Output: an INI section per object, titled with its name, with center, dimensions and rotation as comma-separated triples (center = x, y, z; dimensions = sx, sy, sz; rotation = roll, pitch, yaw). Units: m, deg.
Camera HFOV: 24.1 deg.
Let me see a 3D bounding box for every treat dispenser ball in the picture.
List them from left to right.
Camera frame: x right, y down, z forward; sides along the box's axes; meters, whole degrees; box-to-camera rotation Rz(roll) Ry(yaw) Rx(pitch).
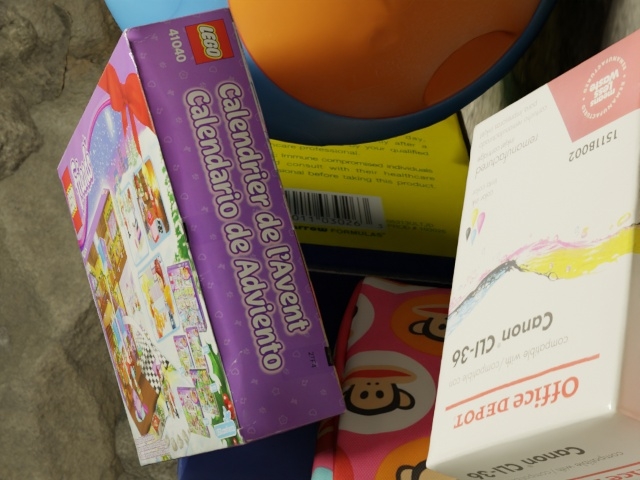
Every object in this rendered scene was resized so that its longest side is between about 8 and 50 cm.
[treat dispenser ball]
center = 0.006, -0.198, 0.867
dimensions = 0.288, 0.288, 0.288
rotation = -174, 90, -83

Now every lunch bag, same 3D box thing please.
[lunch bag]
center = 0.046, 0.173, 0.837
dimensions = 0.258, 0.120, 0.293
rotation = -79, -6, -57

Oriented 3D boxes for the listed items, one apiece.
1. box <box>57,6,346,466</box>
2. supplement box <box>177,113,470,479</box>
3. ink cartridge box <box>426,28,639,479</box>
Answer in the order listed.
[box]
center = -0.077, 0.016, 0.822
dimensions = 0.293, 0.057, 0.201
rotation = 148, 106, -71
[supplement box]
center = 0.000, 0.000, 1.131
dimensions = 0.356, 0.195, 0.194
rotation = -96, 14, -56
[ink cartridge box]
center = 0.105, 0.032, 0.578
dimensions = 0.115, 0.067, 0.198
rotation = -31, 44, 54
